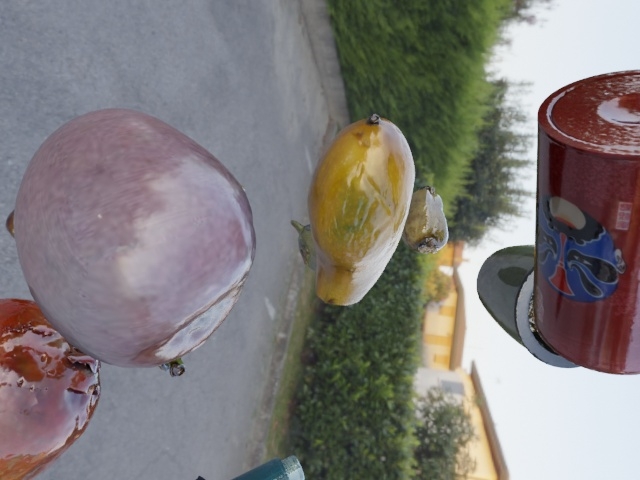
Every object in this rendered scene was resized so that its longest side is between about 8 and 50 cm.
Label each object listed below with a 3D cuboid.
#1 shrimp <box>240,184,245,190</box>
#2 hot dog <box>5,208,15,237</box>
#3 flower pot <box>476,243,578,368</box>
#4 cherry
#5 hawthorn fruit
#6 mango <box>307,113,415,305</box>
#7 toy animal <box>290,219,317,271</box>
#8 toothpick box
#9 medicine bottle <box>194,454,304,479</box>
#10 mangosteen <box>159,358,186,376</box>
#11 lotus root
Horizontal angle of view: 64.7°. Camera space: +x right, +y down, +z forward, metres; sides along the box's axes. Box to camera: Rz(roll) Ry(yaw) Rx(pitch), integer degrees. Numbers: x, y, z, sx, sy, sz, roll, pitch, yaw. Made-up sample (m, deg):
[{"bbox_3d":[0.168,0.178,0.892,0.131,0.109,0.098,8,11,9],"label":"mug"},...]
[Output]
[{"bbox_3d":[-0.348,-0.085,1.819,0.262,0.066,0.117,-54,-155,1],"label":"shrimp"},{"bbox_3d":[-0.531,-0.096,0.989,0.270,0.081,0.163,-108,-141,-62],"label":"hot dog"},{"bbox_3d":[0.574,0.141,1.339,0.330,0.293,0.294,-138,-128,-79],"label":"flower pot"},{"bbox_3d":[-0.179,-0.004,0.472,0.206,0.239,0.239,-53,158,-22],"label":"cherry"},{"bbox_3d":[-0.424,0.196,0.708,0.276,0.307,0.276,59,1,-2],"label":"hawthorn fruit"},{"bbox_3d":[0.058,-0.035,0.775,0.187,0.144,0.359,-52,160,-30],"label":"mango"},{"bbox_3d":[0.000,0.000,1.012,0.098,0.098,0.137,83,-18,-55],"label":"toy animal"},{"bbox_3d":[0.376,-0.014,0.633,0.204,0.204,0.333,-73,153,-49],"label":"toothpick box"},{"bbox_3d":[-0.164,0.553,1.125,0.079,0.258,0.124,33,-46,57],"label":"medicine bottle"},{"bbox_3d":[-0.503,0.315,1.562,0.231,0.289,0.231,-33,154,-19],"label":"mangosteen"},{"bbox_3d":[0.319,-0.054,1.548,0.140,0.154,0.257,-39,-150,45],"label":"lotus root"}]
